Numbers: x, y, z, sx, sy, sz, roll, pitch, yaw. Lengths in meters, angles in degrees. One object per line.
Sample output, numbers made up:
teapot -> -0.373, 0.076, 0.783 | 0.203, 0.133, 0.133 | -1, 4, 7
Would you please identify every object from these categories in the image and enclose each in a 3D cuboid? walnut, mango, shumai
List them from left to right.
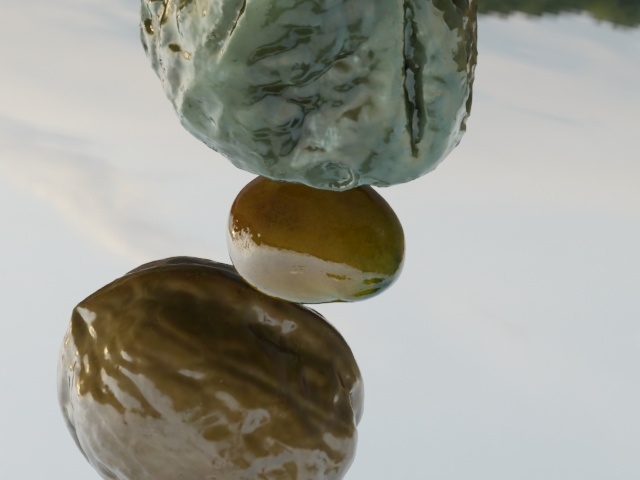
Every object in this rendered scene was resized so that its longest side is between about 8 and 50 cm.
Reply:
walnut -> -0.124, 0.164, 1.845 | 0.344, 0.306, 0.306 | 38, -174, -16
shumai -> -0.004, -0.143, 1.076 | 0.225, 0.261, 0.222 | -23, -170, 1
mango -> 0.000, -0.005, 1.308 | 0.163, 0.111, 0.089 | 0, 157, 35
